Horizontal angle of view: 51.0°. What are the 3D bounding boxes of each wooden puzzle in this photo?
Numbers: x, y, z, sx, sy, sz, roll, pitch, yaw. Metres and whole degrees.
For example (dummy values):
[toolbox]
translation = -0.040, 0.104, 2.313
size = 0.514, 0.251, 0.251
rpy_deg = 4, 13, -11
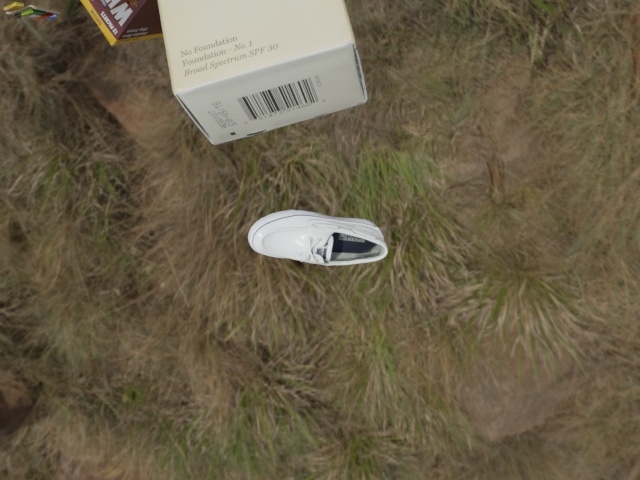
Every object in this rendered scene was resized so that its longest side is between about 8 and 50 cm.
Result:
[wooden puzzle]
translation = -0.537, -0.424, 1.255
size = 0.079, 0.116, 0.014
rpy_deg = 0, 98, 31

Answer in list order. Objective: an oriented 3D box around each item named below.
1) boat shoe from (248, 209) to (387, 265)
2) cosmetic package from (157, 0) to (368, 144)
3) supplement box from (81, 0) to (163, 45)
[boat shoe]
translation = 0.000, 0.000, 1.229
size = 0.258, 0.084, 0.095
rpy_deg = -3, 117, -15
[cosmetic package]
translation = -0.069, -0.264, 0.628
size = 0.160, 0.309, 0.113
rpy_deg = -16, 163, 5
[supplement box]
translation = -0.356, -0.527, 1.397
size = 0.194, 0.191, 0.129
rpy_deg = -34, 91, 38
